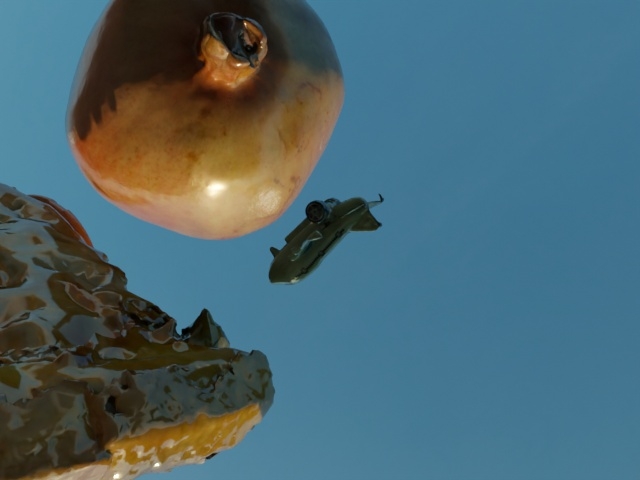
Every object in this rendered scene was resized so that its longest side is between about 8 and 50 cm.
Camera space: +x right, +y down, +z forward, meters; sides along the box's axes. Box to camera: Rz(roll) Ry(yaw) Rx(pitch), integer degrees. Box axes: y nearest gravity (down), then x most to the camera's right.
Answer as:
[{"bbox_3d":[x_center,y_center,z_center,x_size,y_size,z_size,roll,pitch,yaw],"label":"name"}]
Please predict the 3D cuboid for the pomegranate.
[{"bbox_3d":[-0.095,-0.128,0.609,0.229,0.270,0.252,37,-111,-4],"label":"pomegranate"}]

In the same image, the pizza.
[{"bbox_3d":[-0.222,0.048,0.397,0.392,0.435,0.080,19,-70,9],"label":"pizza"}]

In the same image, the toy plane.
[{"bbox_3d":[-0.002,-0.002,0.404,0.083,0.080,0.033,-35,-97,20],"label":"toy plane"}]

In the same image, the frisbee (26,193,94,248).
[{"bbox_3d":[-0.287,0.049,0.710,0.192,0.035,0.192,2,-85,29],"label":"frisbee"}]
